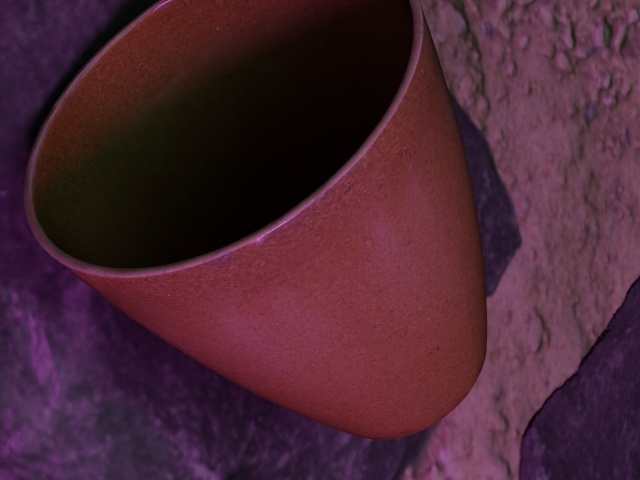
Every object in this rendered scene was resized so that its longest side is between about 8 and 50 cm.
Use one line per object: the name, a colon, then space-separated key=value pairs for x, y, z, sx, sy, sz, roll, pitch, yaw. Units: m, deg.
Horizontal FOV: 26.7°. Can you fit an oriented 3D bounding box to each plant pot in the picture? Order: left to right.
plant pot: x=0.000 y=0.000 z=0.787 sx=0.237 sy=0.237 sz=0.254 roll=-60 pitch=136 yaw=-25
